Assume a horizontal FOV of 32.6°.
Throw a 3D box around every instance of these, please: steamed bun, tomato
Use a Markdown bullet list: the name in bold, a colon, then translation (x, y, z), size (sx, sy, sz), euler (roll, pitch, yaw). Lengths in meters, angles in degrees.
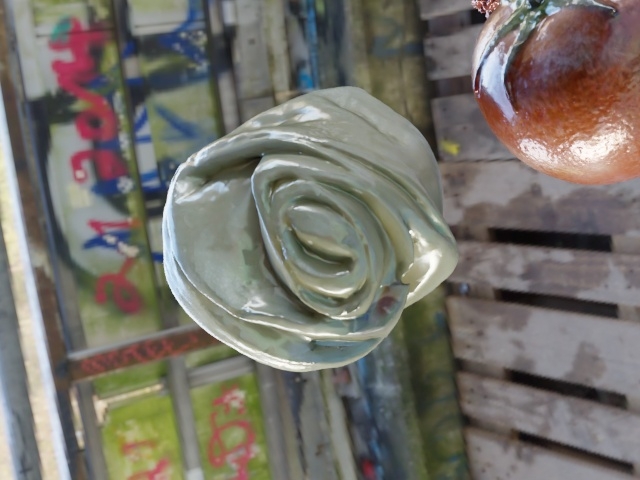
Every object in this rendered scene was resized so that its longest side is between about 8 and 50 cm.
- **steamed bun**: translation (0.000, 0.000, 1.348), size (0.342, 0.368, 0.255), euler (51, -179, -20)
- **tomato**: translation (0.297, -0.183, 1.156), size (0.265, 0.265, 0.265), euler (29, 125, 52)

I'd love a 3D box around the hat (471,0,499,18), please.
- **hat**: translation (0.318, -0.491, 1.753), size (0.107, 0.237, 0.286), euler (39, 125, 15)
